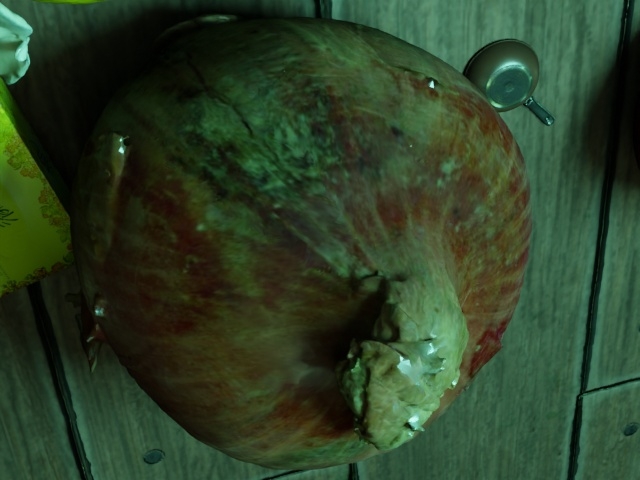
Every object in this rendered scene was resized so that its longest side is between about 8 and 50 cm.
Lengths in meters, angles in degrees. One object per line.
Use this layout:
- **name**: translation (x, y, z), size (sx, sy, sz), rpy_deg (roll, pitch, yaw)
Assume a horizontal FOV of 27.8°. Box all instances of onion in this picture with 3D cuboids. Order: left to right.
- **onion**: translation (-0.020, 0.002, 0.956), size (0.353, 0.354, 0.354), rpy_deg (-11, 131, -13)

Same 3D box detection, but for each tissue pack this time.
- **tissue pack**: translation (-0.252, -0.043, 0.972), size (0.095, 0.062, 0.176), rpy_deg (-24, 132, -1)

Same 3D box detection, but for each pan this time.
- **pan**: translation (0.171, -0.124, 1.099), size (0.068, 0.023, 0.115), rpy_deg (-44, 130, 15)

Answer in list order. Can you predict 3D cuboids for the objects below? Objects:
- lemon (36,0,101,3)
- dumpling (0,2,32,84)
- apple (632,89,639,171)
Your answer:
- **lemon**: translation (-0.137, -0.244, 0.758), size (0.260, 0.204, 0.204), rpy_deg (-15, 132, -4)
- **dumpling**: translation (-0.276, -0.161, 0.805), size (0.181, 0.111, 0.155), rpy_deg (-3, 163, -22)
- **apple**: translation (0.379, -0.093, 1.081), size (0.201, 0.218, 0.218), rpy_deg (13, 122, -38)
